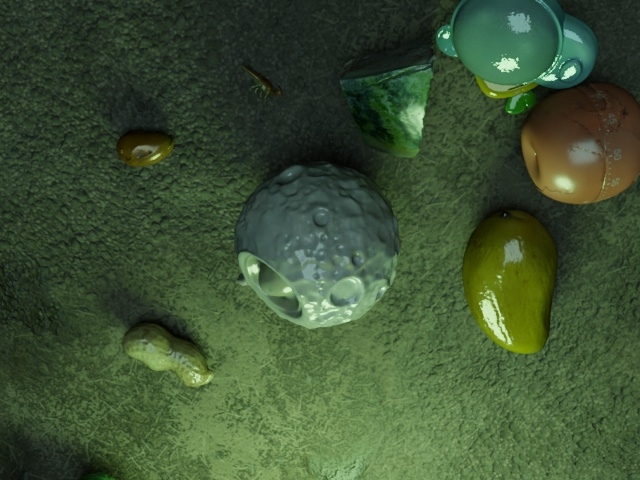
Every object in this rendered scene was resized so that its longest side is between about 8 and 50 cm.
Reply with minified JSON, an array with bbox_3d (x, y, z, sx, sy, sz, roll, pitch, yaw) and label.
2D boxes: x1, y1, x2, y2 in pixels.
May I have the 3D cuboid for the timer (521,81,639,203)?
[{"bbox_3d":[0.506,-0.185,1.536,0.214,0.230,0.230,-16,109,1],"label":"timer"}]

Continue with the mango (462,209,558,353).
[{"bbox_3d":[0.397,0.089,1.700,0.195,0.142,0.332,3,114,8],"label":"mango"}]

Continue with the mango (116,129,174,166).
[{"bbox_3d":[-0.369,-0.195,1.690,0.127,0.063,0.077,-5,104,7],"label":"mango"}]

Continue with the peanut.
[{"bbox_3d":[-0.348,0.265,1.855,0.227,0.086,0.104,27,120,-8],"label":"peanut"}]

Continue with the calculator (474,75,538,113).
[{"bbox_3d":[0.370,-0.364,1.583,0.146,0.032,0.235,-18,107,11],"label":"calculator"}]

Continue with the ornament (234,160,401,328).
[{"bbox_3d":[0.000,0.000,1.600,0.337,0.337,0.337,1,111,4],"label":"ornament"}]

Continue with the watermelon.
[{"bbox_3d":[0.151,-0.286,1.552,0.193,0.310,0.232,-15,71,10],"label":"watermelon"}]

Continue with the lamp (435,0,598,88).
[{"bbox_3d":[0.367,-0.371,1.473,0.284,0.147,0.209,12,147,-8],"label":"lamp"}]

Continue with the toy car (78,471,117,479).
[{"bbox_3d":[-0.594,0.720,2.009,0.213,0.176,0.359,39,105,-11],"label":"toy car"}]

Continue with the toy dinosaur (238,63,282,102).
[{"bbox_3d":[-0.128,-0.318,1.642,0.113,0.026,0.041,31,104,-17],"label":"toy dinosaur"}]
